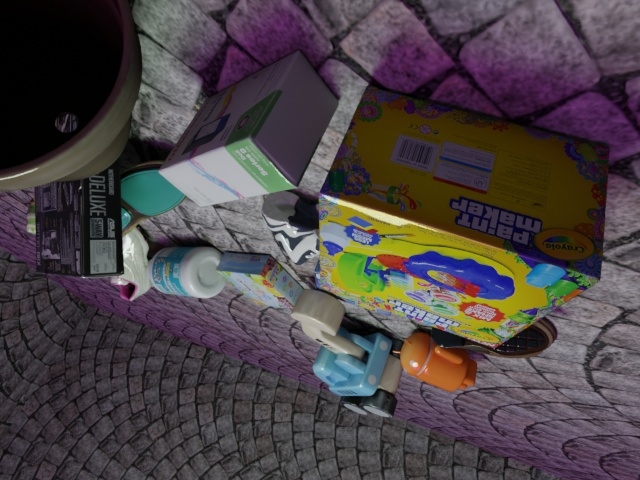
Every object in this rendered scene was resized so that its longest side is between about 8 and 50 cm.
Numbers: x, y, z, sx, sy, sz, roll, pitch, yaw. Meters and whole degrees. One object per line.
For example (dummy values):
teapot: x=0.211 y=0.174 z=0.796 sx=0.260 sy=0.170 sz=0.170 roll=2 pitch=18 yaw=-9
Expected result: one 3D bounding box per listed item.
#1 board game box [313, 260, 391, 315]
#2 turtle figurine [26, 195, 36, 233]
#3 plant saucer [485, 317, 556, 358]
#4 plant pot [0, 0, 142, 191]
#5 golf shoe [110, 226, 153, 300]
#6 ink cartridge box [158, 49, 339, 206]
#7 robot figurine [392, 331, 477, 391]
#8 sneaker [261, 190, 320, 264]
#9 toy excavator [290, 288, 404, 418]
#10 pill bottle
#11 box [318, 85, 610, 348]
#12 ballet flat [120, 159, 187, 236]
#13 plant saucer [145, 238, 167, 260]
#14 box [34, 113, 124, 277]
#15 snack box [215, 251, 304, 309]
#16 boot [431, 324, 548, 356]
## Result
board game box: x=0.087 y=0.121 z=1.036 sx=0.201 sy=0.035 sz=0.136 roll=16 pitch=153 yaw=12
turtle figurine: x=-0.642 y=-0.065 z=1.085 sx=0.274 sy=0.198 sz=0.266 roll=35 pitch=155 yaw=-16
plant saucer: x=0.382 y=0.204 z=0.957 sx=0.277 sy=0.041 sz=0.278 roll=18 pitch=152 yaw=10
plant pot: x=-0.388 y=-0.206 z=0.555 sx=0.323 sy=0.323 sz=0.280 roll=27 pitch=171 yaw=-9
golf shoe: x=-0.597 y=0.056 z=1.276 sx=0.115 sy=0.140 sz=0.306 roll=8 pitch=131 yaw=24
ink cartridge box: x=-0.102 y=-0.140 z=0.567 sx=0.212 sy=0.154 sz=0.093 roll=-5 pitch=142 yaw=44
robot figurine: x=0.314 y=0.332 z=1.145 sx=0.219 sy=0.128 sz=0.158 roll=23 pitch=-175 yaw=-1
sneaker: x=0.000 y=0.000 z=0.819 sx=0.234 sy=0.094 sz=0.153 roll=16 pitch=156 yaw=10
toy excavator: x=0.064 y=0.333 z=1.252 sx=0.445 sy=0.222 sz=0.433 roll=31 pitch=152 yaw=-10
pill bottle: x=-0.409 y=0.091 z=1.244 sx=0.264 sy=0.146 sz=0.146 roll=-1 pitch=145 yaw=39
box: x=0.162 y=-0.014 z=0.573 sx=0.289 sy=0.177 sz=0.279 roll=18 pitch=154 yaw=10
ballet flat: x=-0.398 y=-0.098 z=0.901 sx=0.348 sy=0.123 sz=0.123 roll=-26 pitch=130 yaw=27
plant saucer: x=-0.557 y=0.092 z=1.472 sx=0.310 sy=0.050 sz=0.311 roll=19 pitch=153 yaw=10
box: x=-0.482 y=-0.083 z=0.819 sx=0.242 sy=0.308 sz=0.076 roll=-2 pitch=180 yaw=40
snack box: x=-0.167 y=0.118 z=1.189 sx=0.174 sy=0.070 sz=0.207 roll=3 pitch=146 yaw=34
boot: x=0.353 y=0.197 z=0.867 sx=0.219 sy=0.082 sz=0.106 roll=-1 pitch=167 yaw=32
